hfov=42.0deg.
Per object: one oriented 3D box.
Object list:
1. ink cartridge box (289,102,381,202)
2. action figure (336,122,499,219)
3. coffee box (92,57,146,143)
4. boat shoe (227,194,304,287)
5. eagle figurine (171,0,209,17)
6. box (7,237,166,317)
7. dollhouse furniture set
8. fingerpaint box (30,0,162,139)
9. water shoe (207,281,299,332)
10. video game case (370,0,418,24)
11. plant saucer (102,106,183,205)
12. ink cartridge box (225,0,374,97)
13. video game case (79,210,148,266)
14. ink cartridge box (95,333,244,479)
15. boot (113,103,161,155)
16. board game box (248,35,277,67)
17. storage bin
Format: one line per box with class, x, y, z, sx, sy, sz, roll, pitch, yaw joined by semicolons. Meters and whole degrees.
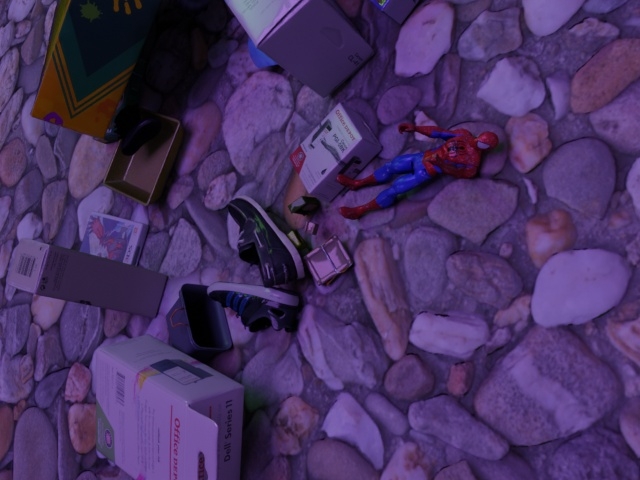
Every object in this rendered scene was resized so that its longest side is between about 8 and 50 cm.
ink cartridge box;0.023;-0.148;1.399;0.135;0.056;0.099;-46;50;22
action figure;0.126;-0.116;1.251;0.280;0.139;0.092;-19;65;33
coffee box;-0.456;-0.316;1.888;0.113;0.040;0.184;-6;72;41
boat shoe;-0.113;-0.003;1.438;0.079;0.084;0.233;-27;45;-14
eagle figurine;-0.200;-0.611;1.664;0.298;0.226;0.225;-26;81;27
box;-0.438;0.074;1.584;0.113;0.275;0.094;10;83;44
dollhouse furniture set;0.000;0.000;1.396;0.076;0.058;0.152;-36;74;19
fingerpaint box;-0.444;-0.495;1.721;0.371;0.163;0.445;-56;29;34
water shoe;-0.127;0.117;1.436;0.203;0.073;0.080;1;79;42
video game case;0.130;-0.541;1.431;0.244;0.061;0.269;-50;50;16
plant saucer;-0.365;-0.176;1.759;0.188;0.045;0.189;23;92;43
ink cartridge box;-0.073;-0.421;1.428;0.131;0.226;0.306;-40;59;16
video game case;-0.458;0.038;1.786;0.201;0.023;0.184;12;84;43
ink cartridge box;-0.239;0.314;1.400;0.353;0.119;0.207;19;111;43
boot;-0.383;-0.244;1.738;0.121;0.045;0.099;-37;51;27
board game box;-0.058;-0.389;1.566;0.168;0.033;0.133;-3;75;31
storage bin;-0.234;0.160;1.508;0.091;0.098;0.135;-45;51;35
